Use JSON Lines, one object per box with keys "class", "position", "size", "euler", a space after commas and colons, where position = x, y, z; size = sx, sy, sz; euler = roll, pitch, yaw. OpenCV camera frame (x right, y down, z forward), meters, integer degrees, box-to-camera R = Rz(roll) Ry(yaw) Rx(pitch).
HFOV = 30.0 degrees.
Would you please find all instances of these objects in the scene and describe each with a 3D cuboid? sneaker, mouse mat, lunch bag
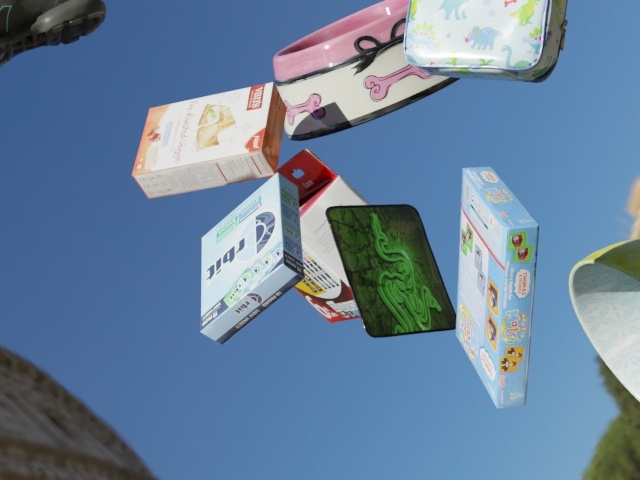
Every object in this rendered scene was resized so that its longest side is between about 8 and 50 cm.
{"class": "sneaker", "position": [-0.417, -0.286, 1.547], "size": [0.267, 0.106, 0.101], "euler": [-24, -6, -22]}
{"class": "mouse mat", "position": [0.093, 0.035, 1.548], "size": [0.152, 0.190, 0.007], "euler": [-3, -26, -34]}
{"class": "lunch bag", "position": [0.232, -0.314, 1.657], "size": [0.090, 0.219, 0.176], "euler": [9, -92, -59]}

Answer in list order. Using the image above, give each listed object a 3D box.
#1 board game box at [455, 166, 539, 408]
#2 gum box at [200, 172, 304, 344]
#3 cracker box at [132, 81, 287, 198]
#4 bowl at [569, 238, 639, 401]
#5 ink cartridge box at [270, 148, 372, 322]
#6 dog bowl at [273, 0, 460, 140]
{"class": "board game box", "position": [0.186, 0.048, 1.284], "size": [0.039, 0.160, 0.211], "euler": [-4, -64, -9]}
{"class": "gum box", "position": [-0.092, 0.022, 1.556], "size": [0.041, 0.184, 0.157], "euler": [35, -59, -30]}
{"class": "cracker box", "position": [-0.179, -0.163, 1.940], "size": [0.067, 0.232, 0.156], "euler": [62, -154, -45]}
{"class": "bowl", "position": [0.466, 0.097, 1.490], "size": [0.156, 0.289, 0.289], "euler": [-37, -30, -13]}
{"class": "ink cartridge box", "position": [0.000, 0.000, 2.031], "size": [0.130, 0.272, 0.309], "euler": [-48, 6, -15]}
{"class": "dog bowl", "position": [0.096, -0.330, 2.144], "size": [0.408, 0.408, 0.150], "euler": [-35, -73, -34]}
